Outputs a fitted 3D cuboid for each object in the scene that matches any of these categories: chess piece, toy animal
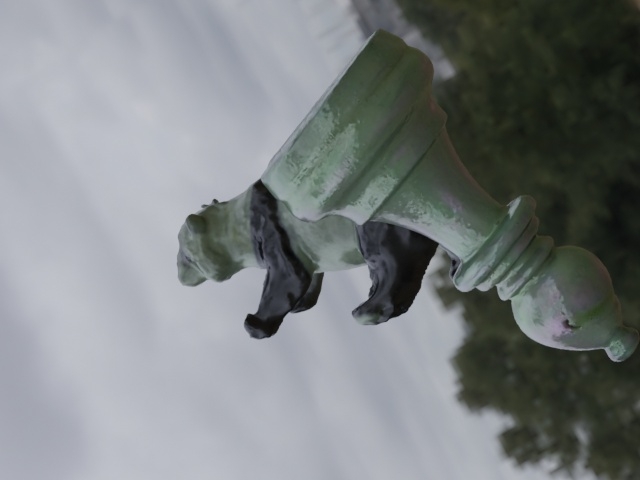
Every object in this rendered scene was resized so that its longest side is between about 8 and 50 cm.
[{"bbox_3d":[0.104,-0.010,1.211,0.271,0.139,0.139,37,-173,-3],"label":"chess piece"},{"bbox_3d":[0.000,0.000,1.330,0.094,0.225,0.121,-41,-63,-63],"label":"toy animal"}]
